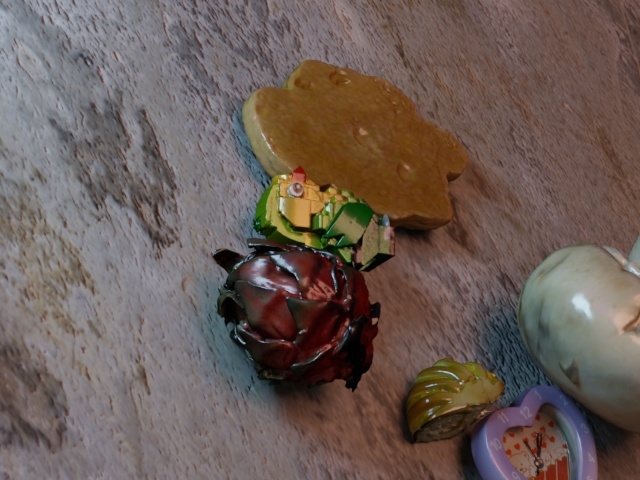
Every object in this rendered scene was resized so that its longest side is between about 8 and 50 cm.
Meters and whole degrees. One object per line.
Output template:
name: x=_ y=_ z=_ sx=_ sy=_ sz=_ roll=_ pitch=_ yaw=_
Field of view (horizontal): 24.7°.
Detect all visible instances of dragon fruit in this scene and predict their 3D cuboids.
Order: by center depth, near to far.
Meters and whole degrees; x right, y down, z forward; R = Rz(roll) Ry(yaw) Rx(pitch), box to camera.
dragon fruit: x=-0.025 y=0.086 z=1.688 sx=0.189 sy=0.182 sz=0.182 roll=1 pitch=58 yaw=-21

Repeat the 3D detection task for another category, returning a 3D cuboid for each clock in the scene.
clock: x=0.275 y=0.283 z=1.852 sx=0.198 sy=0.064 sz=0.172 roll=-24 pitch=78 yaw=-45

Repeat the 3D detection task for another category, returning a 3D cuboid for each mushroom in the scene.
mushroom: x=0.435 y=0.081 z=1.912 sx=0.314 sy=0.336 sz=0.314 roll=30 pitch=5 yaw=-3

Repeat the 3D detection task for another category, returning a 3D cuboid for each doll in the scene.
doll: x=0.004 y=-0.007 z=1.827 sx=0.186 sy=0.106 sz=0.134 roll=37 pitch=63 yaw=-10

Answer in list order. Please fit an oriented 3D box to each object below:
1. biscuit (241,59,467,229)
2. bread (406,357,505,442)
biscuit: x=0.053 y=-0.128 z=1.995 sx=0.376 sy=0.051 sz=0.269 roll=4 pitch=55 yaw=-38
bread: x=0.167 y=0.192 z=1.834 sx=0.157 sy=0.083 sz=0.094 roll=1 pitch=47 yaw=-37
